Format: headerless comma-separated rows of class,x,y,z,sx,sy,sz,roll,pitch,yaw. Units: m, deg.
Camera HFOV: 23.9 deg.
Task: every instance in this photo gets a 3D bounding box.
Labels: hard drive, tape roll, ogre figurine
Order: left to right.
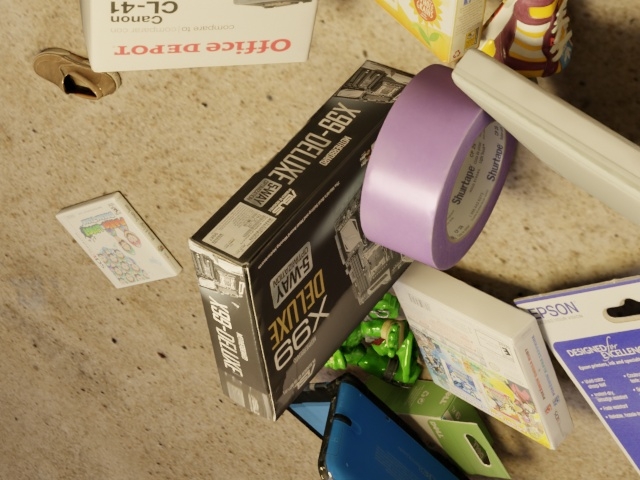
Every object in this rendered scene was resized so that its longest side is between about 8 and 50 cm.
ogre figurine,0.054,0.117,1.855,0.118,0.097,0.197,9,170,20
tape roll,0.119,-0.072,1.478,0.080,0.189,0.189,22,143,22
hard drive,0.266,-0.052,1.310,0.203,0.040,0.307,34,-176,-44

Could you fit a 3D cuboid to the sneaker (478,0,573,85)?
sneaker,0.203,-0.198,1.364,0.084,0.069,0.185,39,155,0

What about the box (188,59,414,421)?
box,0.000,0.000,1.567,0.076,0.307,0.242,24,143,27

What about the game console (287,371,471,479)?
game console,0.068,0.316,1.887,0.173,0.250,0.293,-36,113,31

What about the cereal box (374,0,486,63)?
cereal box,0.084,-0.295,1.330,0.173,0.047,0.240,47,153,28

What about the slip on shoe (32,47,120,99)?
slip on shoe,-0.309,-0.201,1.864,0.135,0.041,0.051,18,141,28

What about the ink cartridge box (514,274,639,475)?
ink cartridge box,0.400,0.139,1.572,0.303,0.072,0.307,-15,115,52

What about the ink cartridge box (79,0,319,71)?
ink cartridge box,-0.107,-0.304,1.382,0.226,0.131,0.306,-4,143,-11

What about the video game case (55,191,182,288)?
video game case,-0.281,0.002,2.097,0.157,0.019,0.143,-13,121,49

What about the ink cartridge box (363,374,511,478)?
ink cartridge box,0.150,0.237,1.925,0.209,0.062,0.109,1,133,43

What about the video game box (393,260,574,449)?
video game box,0.185,0.128,1.730,0.205,0.048,0.187,28,149,46
